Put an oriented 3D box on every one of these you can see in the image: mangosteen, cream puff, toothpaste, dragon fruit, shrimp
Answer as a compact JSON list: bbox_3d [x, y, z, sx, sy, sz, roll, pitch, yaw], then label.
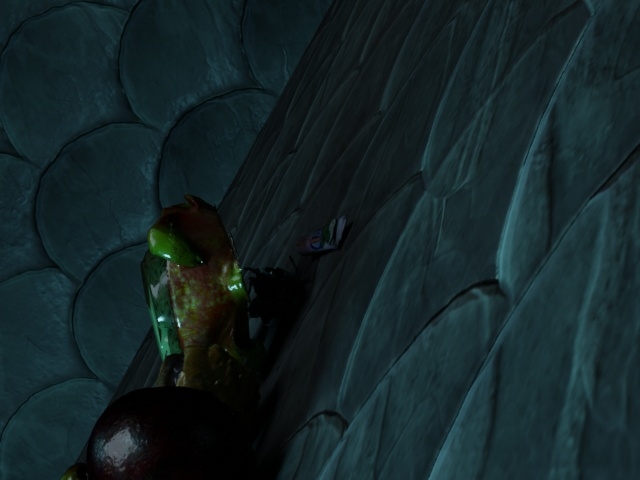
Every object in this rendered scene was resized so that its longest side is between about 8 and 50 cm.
[{"bbox_3d":[-0.176,0.253,1.385,0.230,0.194,0.194,-36,7,-8],"label":"mangosteen"},{"bbox_3d":[-0.140,0.209,1.572,0.189,0.129,0.189,-161,90,-83],"label":"cream puff"},{"bbox_3d":[0.000,0.000,1.730,0.045,0.028,0.170,-71,15,-13],"label":"toothpaste"},{"bbox_3d":[-0.159,0.071,1.770,0.295,0.130,0.268,-116,18,-51],"label":"dragon fruit"},{"bbox_3d":[-0.066,0.056,1.767,0.174,0.082,0.076,125,167,-72],"label":"shrimp"}]
